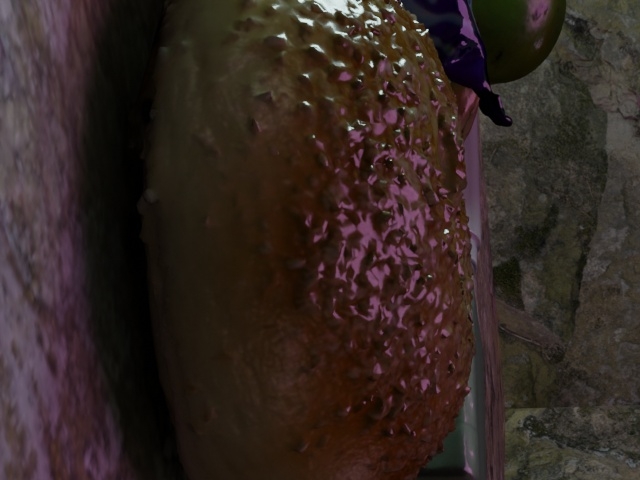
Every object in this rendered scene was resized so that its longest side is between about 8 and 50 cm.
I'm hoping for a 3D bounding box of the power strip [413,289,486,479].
[{"bbox_3d":[0.050,0.102,1.008,0.139,0.140,0.224,70,18,-56],"label":"power strip"}]

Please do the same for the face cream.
[{"bbox_3d":[0.159,-0.066,1.768,0.102,0.102,0.345,71,19,-57],"label":"face cream"}]

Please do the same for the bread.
[{"bbox_3d":[0.000,0.000,0.702,0.305,0.159,0.305,-2,90,-79],"label":"bread"}]

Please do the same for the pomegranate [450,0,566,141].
[{"bbox_3d":[0.184,-0.252,1.692,0.236,0.236,0.301,-11,110,-80],"label":"pomegranate"}]

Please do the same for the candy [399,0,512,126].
[{"bbox_3d":[0.025,-0.190,0.770,0.275,0.070,0.145,58,-7,-32],"label":"candy"}]
